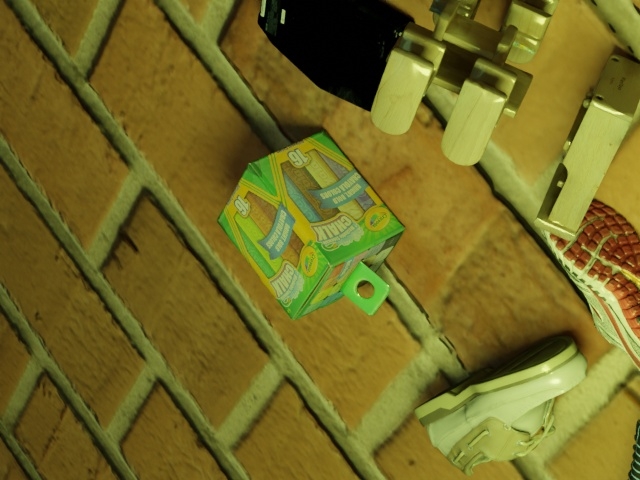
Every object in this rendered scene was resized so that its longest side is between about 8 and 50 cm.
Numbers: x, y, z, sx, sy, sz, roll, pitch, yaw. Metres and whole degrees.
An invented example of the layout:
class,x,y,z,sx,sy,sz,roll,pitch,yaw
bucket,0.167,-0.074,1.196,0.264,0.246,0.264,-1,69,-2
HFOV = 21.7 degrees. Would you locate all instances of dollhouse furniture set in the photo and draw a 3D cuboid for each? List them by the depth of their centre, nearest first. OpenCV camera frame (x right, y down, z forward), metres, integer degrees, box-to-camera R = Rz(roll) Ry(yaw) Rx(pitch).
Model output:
class,x,y,z,sx,sy,sz,roll,pitch,yaw
dollhouse furniture set,0.181,-0.134,1.677,0.242,0.212,0.161,24,131,6

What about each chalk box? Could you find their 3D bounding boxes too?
class,x,y,z,sx,sy,sz,roll,pitch,yaw
chalk box,0.000,0.000,2.018,0.213,0.132,0.132,52,141,16

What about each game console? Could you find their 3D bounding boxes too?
class,x,y,z,sx,sy,sz,roll,pitch,yaw
game console,0.030,-0.328,1.879,0.213,0.044,0.361,35,134,31

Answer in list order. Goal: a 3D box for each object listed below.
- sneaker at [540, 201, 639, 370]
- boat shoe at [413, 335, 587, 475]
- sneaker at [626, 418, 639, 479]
class,x,y,z,sx,sy,sz,roll,pitch,yaw
sneaker,0.299,0.053,1.736,0.225,0.088,0.093,56,153,22
boat shoe,0.219,0.190,1.894,0.103,0.113,0.302,60,153,4
sneaker,0.365,0.229,1.766,0.090,0.081,0.232,50,133,23
